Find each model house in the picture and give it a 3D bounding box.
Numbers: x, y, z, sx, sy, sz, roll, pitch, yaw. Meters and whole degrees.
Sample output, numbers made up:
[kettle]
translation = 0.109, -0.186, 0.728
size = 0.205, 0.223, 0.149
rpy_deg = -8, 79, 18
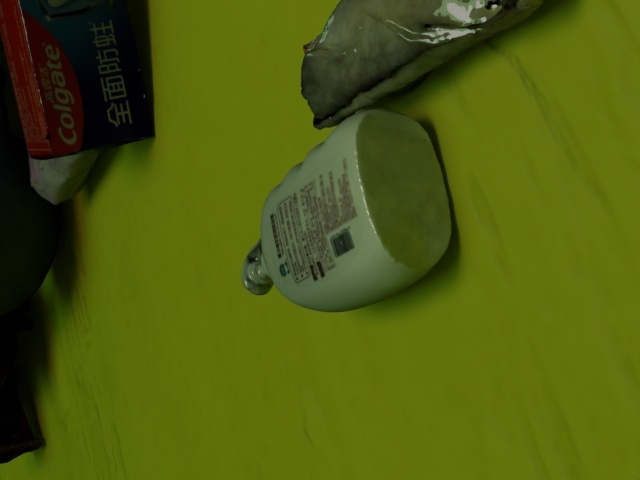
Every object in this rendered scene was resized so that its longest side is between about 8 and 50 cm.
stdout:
[model house]
translation = -0.323, 0.118, 1.059
size = 0.164, 0.141, 0.203
rpy_deg = 12, 126, 40

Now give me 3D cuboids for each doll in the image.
[doll]
translation = -0.306, -0.056, 0.898
size = 0.154, 0.228, 0.258
rpy_deg = 10, 130, 23

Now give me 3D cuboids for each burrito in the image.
[burrito]
translation = 0.034, -0.089, 0.444
size = 0.171, 0.042, 0.051
rpy_deg = -22, 74, 56

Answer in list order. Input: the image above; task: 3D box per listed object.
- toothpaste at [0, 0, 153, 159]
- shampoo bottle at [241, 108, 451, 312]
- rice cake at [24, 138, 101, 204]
[toothpaste]
translation = -0.185, -0.217, 0.729
size = 0.066, 0.076, 0.321
rpy_deg = 9, 111, 59
[shampoo bottle]
translation = 0.000, 0.000, 0.510
size = 0.152, 0.045, 0.077
rpy_deg = -33, 67, 56
[rice cake]
translation = -0.221, -0.182, 0.878
size = 0.106, 0.050, 0.298
rpy_deg = -43, 58, 56
